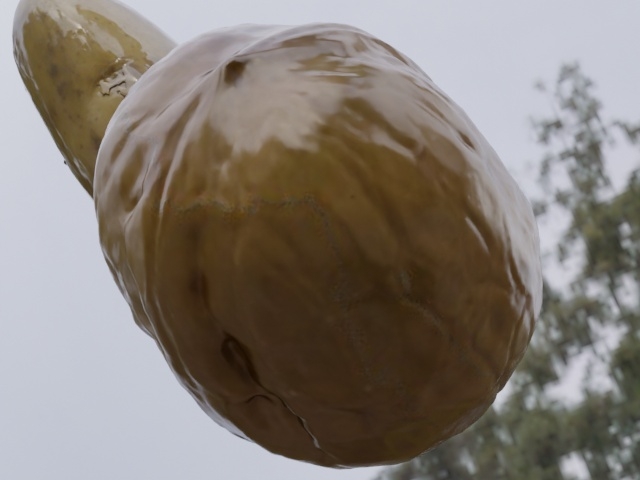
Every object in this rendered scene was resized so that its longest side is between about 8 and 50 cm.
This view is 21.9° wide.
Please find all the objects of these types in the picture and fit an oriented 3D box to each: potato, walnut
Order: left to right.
[{"bbox_3d":[-0.109,-0.074,1.120,0.128,0.234,0.161,-39,-12,-1],"label":"potato"},{"bbox_3d":[0.000,0.000,0.754,0.195,0.195,0.221,-25,-50,9],"label":"walnut"}]
